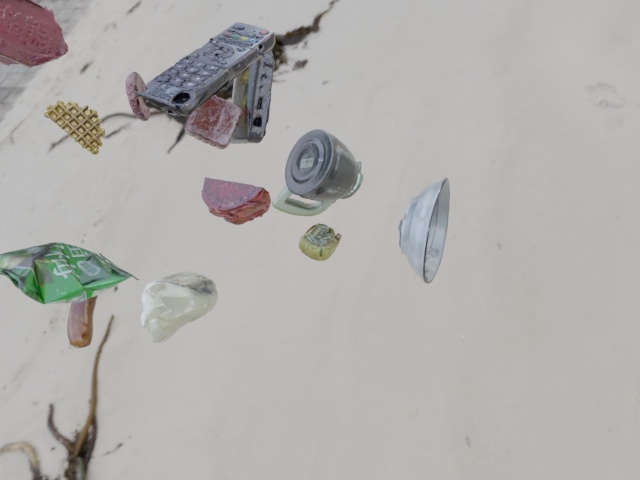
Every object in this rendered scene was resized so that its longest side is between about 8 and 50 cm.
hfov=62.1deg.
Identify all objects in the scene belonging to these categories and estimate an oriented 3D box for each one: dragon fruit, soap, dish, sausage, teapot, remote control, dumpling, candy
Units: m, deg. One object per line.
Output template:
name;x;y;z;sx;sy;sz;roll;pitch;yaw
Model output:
dragon fruit;-0.335;-0.123;2.134;0.317;0.205;0.151;11;66;32
soap;-0.807;-0.551;1.397;0.112;0.289;0.181;10;90;21
dish;0.299;-0.036;1.556;0.107;0.316;0.316;12;61;21
sausage;-0.798;0.220;1.805;0.103;0.076;0.301;-13;59;31
teapot;0.011;-0.204;1.878;0.240;0.240;0.321;34;100;49
remote control;-0.249;-0.406;1.253;0.145;0.062;0.398;22;49;18
dumpling;-0.431;0.213;1.657;0.187;0.318;0.242;17;87;17
candy;-0.410;0.053;0.837;0.141;0.203;0.078;35;114;34

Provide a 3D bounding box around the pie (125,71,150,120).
pie;-0.546;-0.431;1.594;0.036;0.154;0.154;-9;44;-2

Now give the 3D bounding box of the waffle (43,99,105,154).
waffle;-0.816;-0.378;1.764;0.046;0.192;0.160;14;95;64

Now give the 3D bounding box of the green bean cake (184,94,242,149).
green bean cake;-0.306;-0.342;1.521;0.135;0.136;0.056;-70;15;-13

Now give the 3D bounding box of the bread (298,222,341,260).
bread;0.000;0.000;1.768;0.118;0.064;0.156;27;39;7

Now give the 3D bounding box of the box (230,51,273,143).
box;-0.228;-0.453;1.699;0.289;0.073;0.289;-160;76;-65
